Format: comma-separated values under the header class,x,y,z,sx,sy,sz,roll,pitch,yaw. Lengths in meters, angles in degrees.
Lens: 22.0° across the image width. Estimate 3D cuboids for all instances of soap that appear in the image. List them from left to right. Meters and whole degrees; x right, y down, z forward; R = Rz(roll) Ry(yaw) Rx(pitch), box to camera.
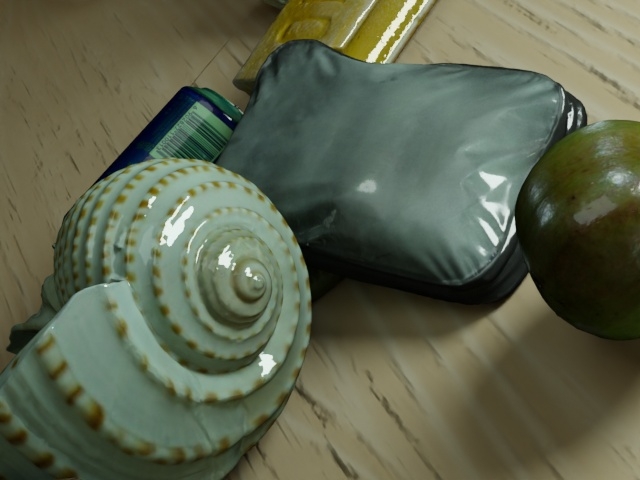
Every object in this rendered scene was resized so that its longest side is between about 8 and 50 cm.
class,x,y,z,sx,sy,sz,roll,pitch,yaw
soap,0.032,-0.216,1.550,0.140,0.073,0.232,6,57,56

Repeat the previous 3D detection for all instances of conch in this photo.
class,x,y,z,sx,sy,sz,roll,pitch,yaw
conch,-0.140,0.102,1.239,0.303,0.215,0.319,-57,1,-36

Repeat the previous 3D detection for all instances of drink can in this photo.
class,x,y,z,sx,sy,sz,roll,pitch,yaw
drink can,-0.142,-0.037,1.490,0.205,0.118,0.118,-47,32,-8

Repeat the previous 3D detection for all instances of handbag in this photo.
class,x,y,z,sx,sy,sz,roll,pitch,yaw
handbag,0.041,-0.062,1.301,0.332,0.075,0.191,14,73,38

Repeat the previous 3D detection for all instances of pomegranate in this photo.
class,x,y,z,sx,sy,sz,roll,pitch,yaw
pomegranate,0.223,-0.012,1.058,0.191,0.131,0.152,-14,31,4

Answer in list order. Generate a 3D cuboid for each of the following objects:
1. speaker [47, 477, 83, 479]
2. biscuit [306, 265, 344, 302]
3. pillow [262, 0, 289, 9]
class,x,y,z,sx,sy,sz,roll,pitch,yaw
speaker,-0.219,0.274,1.135,0.231,0.192,0.153,-13,44,41
biscuit,0.000,0.000,1.364,0.322,0.038,0.099,-36,35,11
pillow,0.008,-0.345,1.723,0.254,0.078,0.144,-48,34,-10
